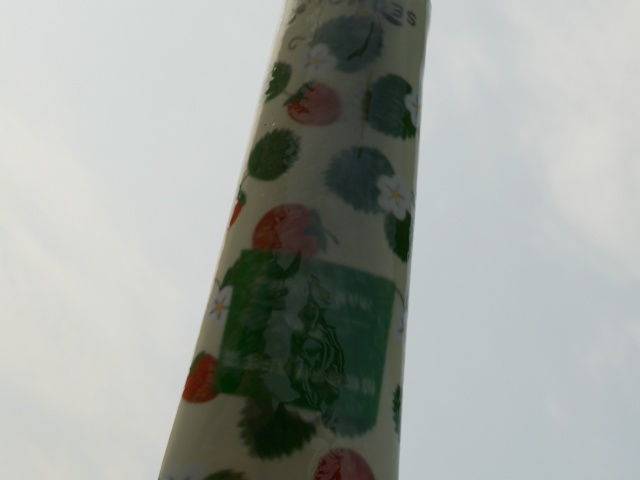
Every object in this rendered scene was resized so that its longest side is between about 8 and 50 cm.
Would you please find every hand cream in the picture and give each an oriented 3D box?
[{"bbox_3d":[0.000,0.000,0.515,0.095,0.276,0.059,12,-24,-9],"label":"hand cream"}]
